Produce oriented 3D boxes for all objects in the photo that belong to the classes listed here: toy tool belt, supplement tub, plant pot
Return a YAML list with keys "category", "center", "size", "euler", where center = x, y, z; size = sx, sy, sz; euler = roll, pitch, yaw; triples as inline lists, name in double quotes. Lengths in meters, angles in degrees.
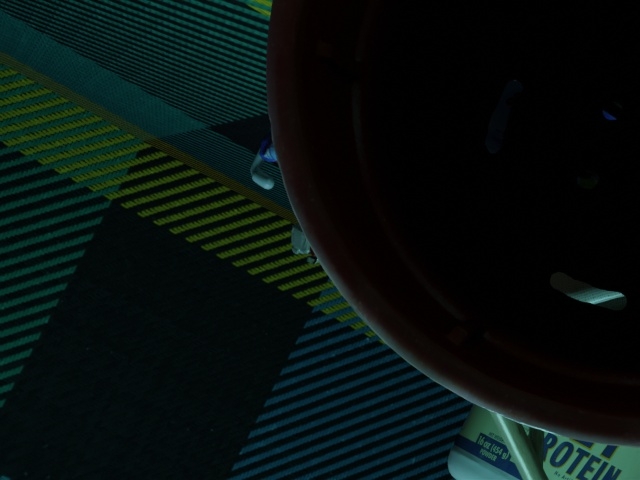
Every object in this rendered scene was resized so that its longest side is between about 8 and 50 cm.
- category: "toy tool belt"
  center: [0.000, 0.000, 1.453]
  size: [0.051, 0.052, 0.083]
  euler: [-4, -164, -24]
- category: "supplement tub"
  center: [0.324, 0.191, 1.424]
  size: [0.235, 0.325, 0.235]
  euler: [27, 174, 3]
- category: "plant pot"
  center: [0.143, -0.055, 0.523]
  size: [0.272, 0.272, 0.265]
  euler: [26, -178, 15]

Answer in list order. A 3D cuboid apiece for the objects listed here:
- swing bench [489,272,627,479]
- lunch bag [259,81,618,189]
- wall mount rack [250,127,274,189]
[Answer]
- category: "swing bench"
  center: [0.230, 0.051, 0.839]
  size: [0.253, 0.165, 0.254]
  euler: [-15, 133, 27]
- category: "lunch bag"
  center: [0.134, -0.089, 0.965]
  size: [0.293, 0.138, 0.221]
  euler: [16, 178, -25]
- category: "wall mount rack"
  center: [0.090, -0.039, 1.425]
  size: [0.304, 0.130, 0.350]
  euler: [22, 173, 40]
